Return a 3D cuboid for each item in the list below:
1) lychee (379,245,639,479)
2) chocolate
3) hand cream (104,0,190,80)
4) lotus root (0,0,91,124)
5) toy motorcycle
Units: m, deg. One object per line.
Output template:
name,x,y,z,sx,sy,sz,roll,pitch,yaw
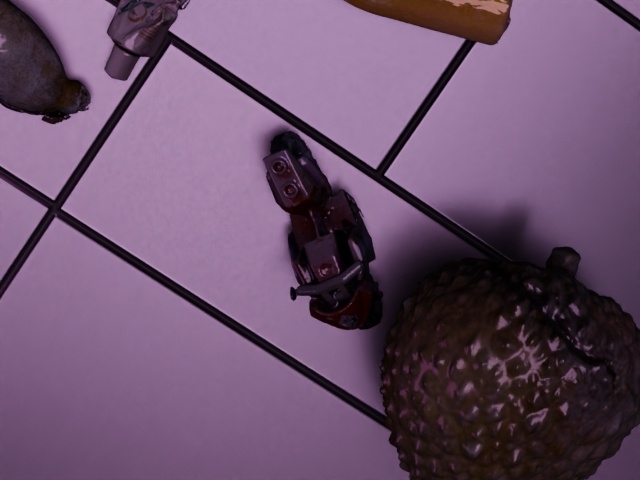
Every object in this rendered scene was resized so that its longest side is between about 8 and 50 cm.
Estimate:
lychee,0.180,0.132,1.667,0.255,0.255,0.274,25,91,-10
chocolate,0.074,-0.246,1.669,0.219,0.085,0.086,12,100,-7
hand cream,-0.127,-0.260,1.660,0.084,0.050,0.257,42,99,21
lotus root,-0.289,-0.169,1.655,0.088,0.088,0.165,-42,112,4
toy motorcycle,-0.001,0.000,1.694,0.082,0.122,0.213,-24,102,14
